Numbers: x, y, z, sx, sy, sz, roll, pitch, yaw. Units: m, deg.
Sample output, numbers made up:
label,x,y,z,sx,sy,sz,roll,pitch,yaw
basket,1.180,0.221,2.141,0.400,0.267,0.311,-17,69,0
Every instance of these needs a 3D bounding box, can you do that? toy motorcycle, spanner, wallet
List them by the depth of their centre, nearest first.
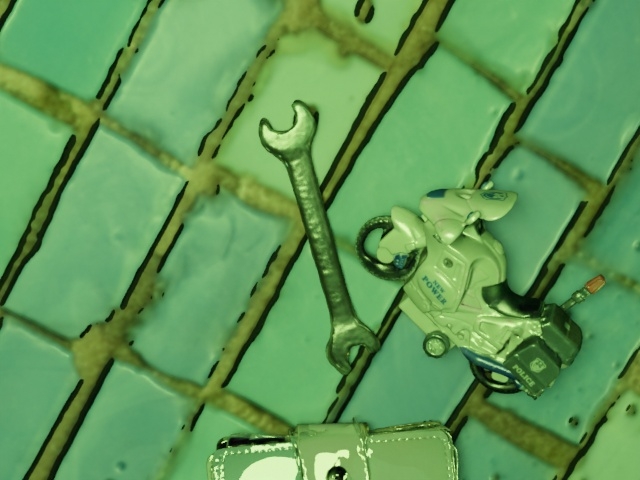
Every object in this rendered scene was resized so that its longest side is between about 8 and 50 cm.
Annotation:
label,x,y,z,sx,sy,sz,roll,pitch,yaw
toy motorcycle,0.144,0.038,0.901,0.221,0.102,0.150,45,117,-4
spanner,0.000,0.000,0.930,0.054,0.015,0.255,-16,100,0
wallet,0.013,0.251,0.947,0.230,0.069,0.170,-5,82,-3
